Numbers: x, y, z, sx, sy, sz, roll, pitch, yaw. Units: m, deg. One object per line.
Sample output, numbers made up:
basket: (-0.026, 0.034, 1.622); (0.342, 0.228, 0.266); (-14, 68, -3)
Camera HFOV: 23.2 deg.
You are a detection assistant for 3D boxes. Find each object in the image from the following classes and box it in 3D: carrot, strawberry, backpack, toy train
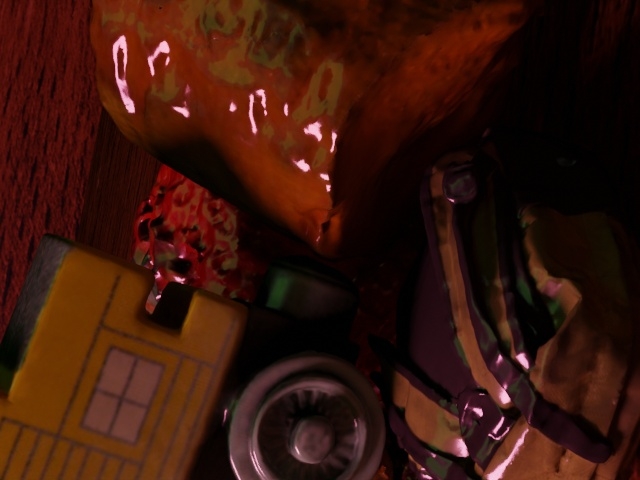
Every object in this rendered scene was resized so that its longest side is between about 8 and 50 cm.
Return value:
carrot: (-0.023, -0.141, 1.024); (0.340, 0.241, 0.241); (34, 118, 29)
strawberry: (0.000, 0.000, 1.192); (0.288, 0.250, 0.238); (-37, 17, 0)
backpack: (0.117, 0.058, 0.935); (0.253, 0.140, 0.207); (-99, 24, -58)
toy train: (-0.136, 0.197, 0.969); (0.179, 0.272, 0.442); (-175, 106, -76)

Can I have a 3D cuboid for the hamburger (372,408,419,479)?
hamburger: (0.025, 0.201, 1.222); (0.166, 0.087, 0.137); (-136, 58, -70)
